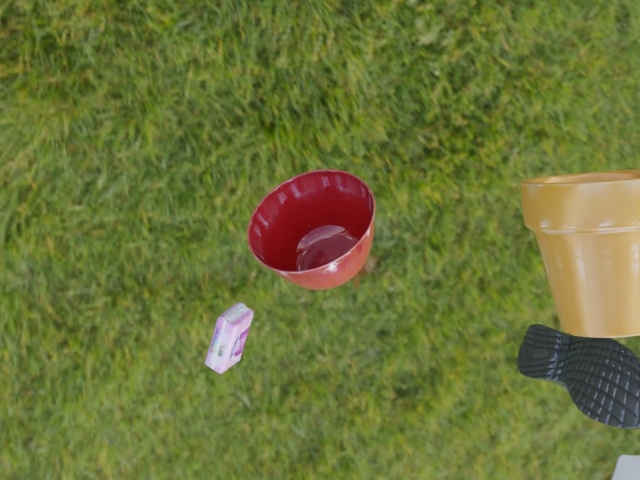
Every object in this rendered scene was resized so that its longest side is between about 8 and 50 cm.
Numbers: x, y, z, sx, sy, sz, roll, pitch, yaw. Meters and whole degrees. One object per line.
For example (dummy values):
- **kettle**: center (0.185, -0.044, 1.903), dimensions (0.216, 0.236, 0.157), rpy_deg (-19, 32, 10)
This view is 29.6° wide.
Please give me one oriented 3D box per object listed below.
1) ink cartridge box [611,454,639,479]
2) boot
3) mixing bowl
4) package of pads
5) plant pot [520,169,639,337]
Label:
- **ink cartridge box**: center (0.544, 0.346, 1.502), dimensions (0.333, 0.065, 0.165), rpy_deg (-6, 127, 36)
- **boot**: center (0.464, 0.208, 1.800), dimensions (0.223, 0.338, 0.118), rpy_deg (17, 97, -21)
- **mixing bowl**: center (0.000, 0.000, 1.665), dimensions (0.181, 0.181, 0.098), rpy_deg (-25, 137, 1)
- **package of pads**: center (-0.117, 0.125, 1.555), dimensions (0.050, 0.032, 0.083), rpy_deg (-33, 147, -52)
- **plant pot**: center (0.350, 0.015, 1.464), dimensions (0.205, 0.205, 0.188), rpy_deg (-5, 96, -13)
